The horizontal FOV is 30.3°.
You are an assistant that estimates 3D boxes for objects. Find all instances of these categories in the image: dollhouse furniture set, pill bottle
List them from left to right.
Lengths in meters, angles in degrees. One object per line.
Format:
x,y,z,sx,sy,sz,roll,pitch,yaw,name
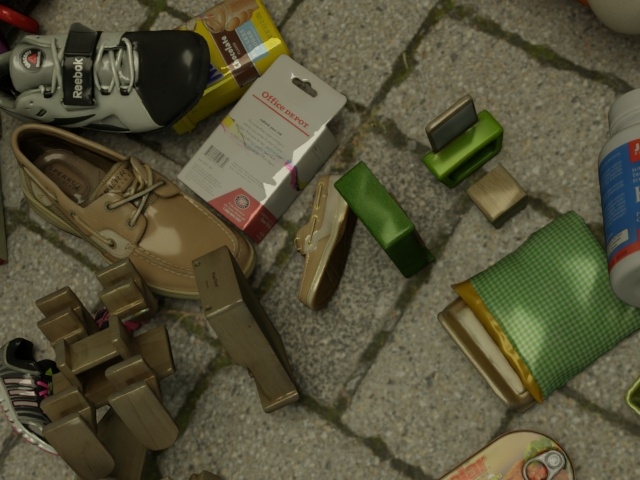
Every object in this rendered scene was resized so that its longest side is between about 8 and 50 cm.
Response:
-0.190,0.260,1.346,0.101,0.161,0.182,-50,20,31,dollhouse furniture set
-0.171,0.138,1.289,0.242,0.161,0.212,-25,39,3,dollhouse furniture set
0.191,0.011,1.263,0.197,0.151,0.301,-38,68,1,dollhouse furniture set
0.358,-0.049,1.244,0.124,0.124,0.221,-6,58,12,pill bottle

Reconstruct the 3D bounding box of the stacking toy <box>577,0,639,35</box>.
0.224,-0.445,1.363,0.480,0.350,0.350,21,79,38,stacking toy

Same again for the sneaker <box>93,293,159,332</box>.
-0.245,0.091,1.412,0.119,0.047,0.057,-48,57,-5,sneaker

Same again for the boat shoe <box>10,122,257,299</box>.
-0.232,-0.037,1.394,0.341,0.110,0.121,24,62,21,boat shoe

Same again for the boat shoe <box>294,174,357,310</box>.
0.000,0.000,1.368,0.059,0.063,0.170,10,67,20,boat shoe

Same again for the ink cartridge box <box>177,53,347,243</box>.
-0.061,-0.111,1.411,0.115,0.067,0.198,39,87,21,ink cartridge box

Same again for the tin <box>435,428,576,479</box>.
0.182,0.277,1.246,0.189,0.040,0.106,-35,72,3,tin

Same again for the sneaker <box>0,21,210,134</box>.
-0.284,-0.190,1.396,0.330,0.146,0.122,-5,81,34,sneaker

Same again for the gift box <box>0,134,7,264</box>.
-0.558,-0.092,1.434,0.276,0.255,0.258,-10,73,5,gift box

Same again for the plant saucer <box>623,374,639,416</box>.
0.442,0.156,1.211,0.188,0.045,0.188,40,86,21,plant saucer

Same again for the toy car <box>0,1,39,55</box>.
-0.441,-0.303,1.542,0.182,0.159,0.136,-38,105,0,toy car

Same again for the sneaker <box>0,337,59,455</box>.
-0.335,0.179,1.393,0.075,0.063,0.170,-46,63,4,sneaker

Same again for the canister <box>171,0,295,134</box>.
-0.130,-0.225,1.461,0.170,0.073,0.126,-29,68,3,canister
